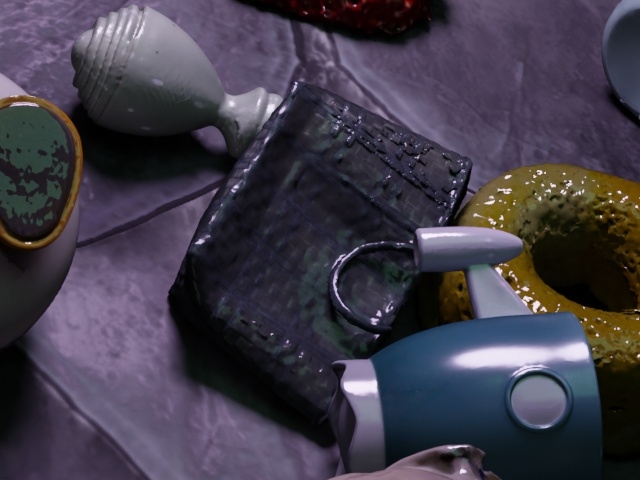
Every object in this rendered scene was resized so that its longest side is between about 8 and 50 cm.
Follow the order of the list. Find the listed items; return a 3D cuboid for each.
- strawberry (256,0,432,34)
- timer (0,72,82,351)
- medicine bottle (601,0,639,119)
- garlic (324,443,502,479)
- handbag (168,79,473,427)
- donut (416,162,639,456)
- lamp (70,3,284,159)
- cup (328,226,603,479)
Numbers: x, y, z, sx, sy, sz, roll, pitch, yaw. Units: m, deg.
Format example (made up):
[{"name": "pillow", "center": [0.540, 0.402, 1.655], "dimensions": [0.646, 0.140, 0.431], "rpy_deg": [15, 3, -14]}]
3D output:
[{"name": "strawberry", "center": [0.015, -0.287, 1.792], "dimensions": [0.236, 0.111, 0.190], "rpy_deg": [-3, 51, -25]}, {"name": "timer", "center": [-0.290, -0.017, 1.362], "dimensions": [0.233, 0.240, 0.233], "rpy_deg": [5, 76, -20]}, {"name": "medicine bottle", "center": [0.380, -0.200, 1.839], "dimensions": [0.139, 0.139, 0.225], "rpy_deg": [43, 47, 20]}, {"name": "garlic", "center": [0.049, 0.286, 1.137], "dimensions": [0.322, 0.241, 0.322], "rpy_deg": [2, 86, -29]}, {"name": "handbag", "center": [0.000, 0.000, 1.490], "dimensions": [0.175, 0.088, 0.270], "rpy_deg": [32, 62, -1]}, {"name": "donut", "center": [0.214, 0.041, 1.553], "dimensions": [0.272, 0.107, 0.272], "rpy_deg": [10, 43, -10]}, {"name": "lamp", "center": [-0.112, -0.121, 1.586], "dimensions": [0.193, 0.106, 0.106], "rpy_deg": [23, 41, -15]}, {"name": "cup", "center": [0.097, 0.133, 1.373], "dimensions": [0.173, 0.167, 0.300], "rpy_deg": [-3, 72, -7]}]
